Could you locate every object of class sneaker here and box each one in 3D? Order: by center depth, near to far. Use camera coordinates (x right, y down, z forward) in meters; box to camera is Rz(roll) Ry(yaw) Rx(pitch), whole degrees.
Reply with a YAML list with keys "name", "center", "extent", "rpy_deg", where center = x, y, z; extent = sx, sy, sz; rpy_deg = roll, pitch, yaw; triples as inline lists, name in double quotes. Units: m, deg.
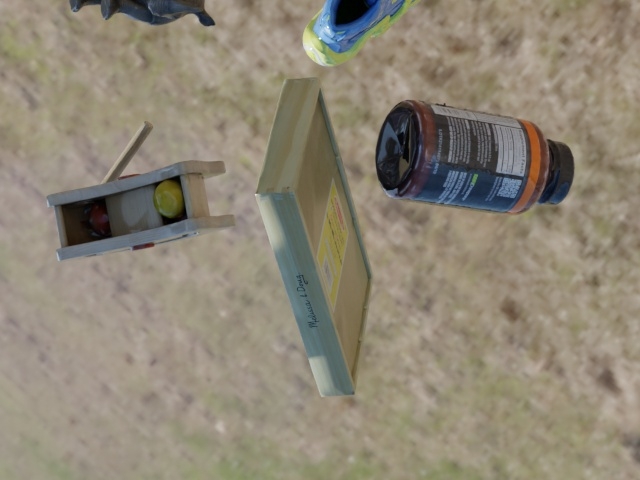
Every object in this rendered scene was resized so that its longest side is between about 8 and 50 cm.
- name: "sneaker"
  center: [0.078, -0.314, 1.670]
  extent: [0.091, 0.240, 0.126]
  rpy_deg: [39, 166, -2]

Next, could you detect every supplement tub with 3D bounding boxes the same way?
- name: "supplement tub"
  center: [0.163, -0.082, 1.412]
  extent: [0.198, 0.106, 0.106]
  rpy_deg: [8, 172, -25]

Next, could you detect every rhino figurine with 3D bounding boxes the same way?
- name: "rhino figurine"
  center: [-0.179, -0.260, 1.416]
  extent: [0.243, 0.106, 0.073]
  rpy_deg: [27, 116, 55]

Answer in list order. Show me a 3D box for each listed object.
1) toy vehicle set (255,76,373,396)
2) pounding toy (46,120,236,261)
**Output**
- name: "toy vehicle set"
  center: [0.000, 0.000, 1.303]
  extent: [0.035, 0.166, 0.266]
  rpy_deg: [-4, 131, 14]
- name: "pounding toy"
  center: [-0.230, -0.063, 1.568]
  extent: [0.270, 0.154, 0.154]
  rpy_deg: [-13, 88, 43]
